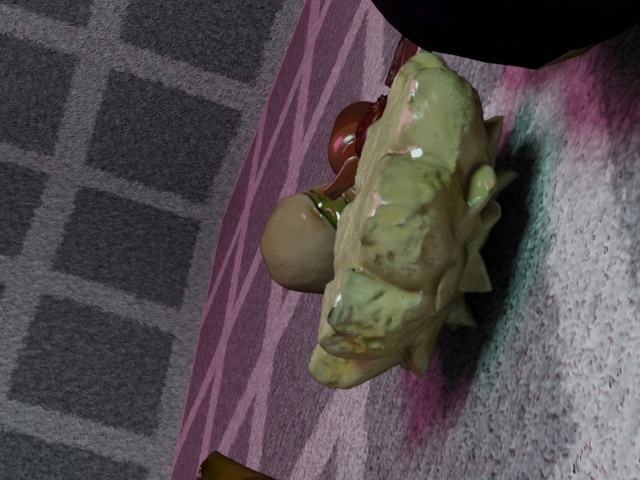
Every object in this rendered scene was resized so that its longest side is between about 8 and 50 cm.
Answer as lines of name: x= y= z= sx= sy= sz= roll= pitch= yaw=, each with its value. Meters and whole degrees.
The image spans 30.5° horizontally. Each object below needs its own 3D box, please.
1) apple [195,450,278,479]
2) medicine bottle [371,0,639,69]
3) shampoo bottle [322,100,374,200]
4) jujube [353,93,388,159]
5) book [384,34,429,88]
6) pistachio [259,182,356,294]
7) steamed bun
apple: x=-0.150 y=0.408 z=1.208 sx=0.329 sy=0.295 sz=0.365 roll=51 pitch=125 yaw=46
medicine bottle: x=0.125 y=-0.240 z=0.867 sx=0.395 sy=0.242 sz=0.242 roll=-141 pitch=68 yaw=-84
shampoo bottle: x=0.048 y=-0.114 z=1.456 sx=0.244 sy=0.085 sz=0.085 roll=-71 pitch=1 yaw=-72
jujube: x=0.086 y=-0.119 z=1.307 sx=0.166 sy=0.104 sz=0.104 roll=-87 pitch=17 yaw=-61
book: x=0.139 y=-0.304 z=1.549 sx=0.162 sy=0.022 sz=0.232 roll=-111 pitch=39 yaw=-74
pistachio: x=0.000 y=0.000 z=1.503 sx=0.215 sy=0.144 sz=0.144 roll=146 pitch=140 yaw=-66
steamed bun: x=0.089 y=-0.016 z=1.012 sx=0.295 sy=0.137 sz=0.292 roll=-74 pitch=1 yaw=-61
